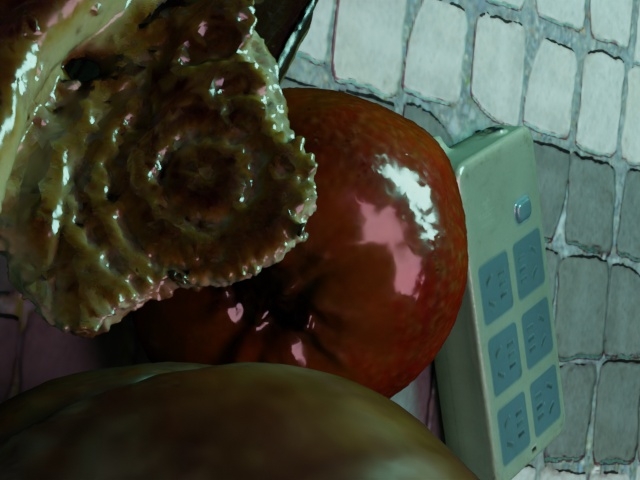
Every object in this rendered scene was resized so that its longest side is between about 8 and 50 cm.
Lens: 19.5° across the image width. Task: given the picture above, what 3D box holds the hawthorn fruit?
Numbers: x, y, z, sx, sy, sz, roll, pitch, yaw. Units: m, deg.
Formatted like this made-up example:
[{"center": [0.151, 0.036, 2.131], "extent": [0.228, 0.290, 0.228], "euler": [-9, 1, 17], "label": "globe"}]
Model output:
[{"center": [0.000, 0.000, 1.065], "extent": [0.225, 0.196, 0.196], "euler": [-45, 130, -64], "label": "hawthorn fruit"}]

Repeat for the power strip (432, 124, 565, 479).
[{"center": [0.124, 0.044, 1.344], "extent": [0.118, 0.046, 0.270], "euler": [-29, 115, -49], "label": "power strip"}]

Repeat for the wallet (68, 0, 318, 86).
[{"center": [-0.073, -0.095, 0.999], "extent": [0.232, 0.122, 0.031], "euler": [-64, 153, -28], "label": "wallet"}]

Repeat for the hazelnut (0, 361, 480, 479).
[{"center": [-0.042, 0.243, 0.842], "extent": [0.359, 0.359, 0.409], "euler": [5, 52, -54], "label": "hazelnut"}]

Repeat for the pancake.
[{"center": [-0.118, -0.075, 0.915], "extent": [0.056, 0.212, 0.257], "euler": [99, -22, -60], "label": "pancake"}]
